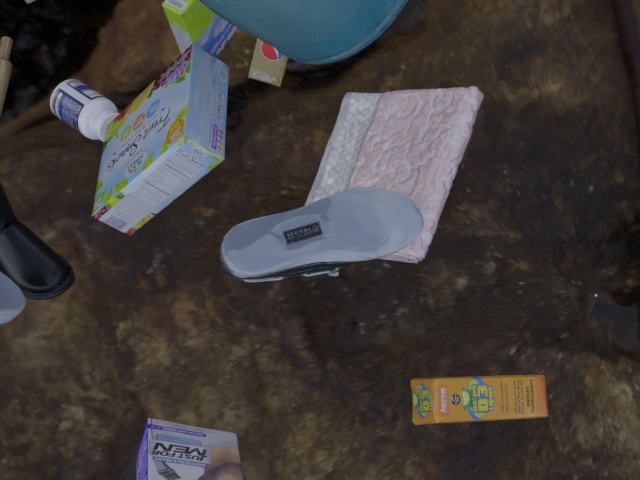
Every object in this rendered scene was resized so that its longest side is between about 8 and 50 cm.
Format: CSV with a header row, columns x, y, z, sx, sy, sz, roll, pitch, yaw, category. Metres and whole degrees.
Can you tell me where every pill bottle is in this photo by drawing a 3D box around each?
x,y,z,sx,sy,sz,roll,pitch,yaw,category
-0.494,-0.272,2.030,0.169,0.094,0.094,33,96,33,pill bottle

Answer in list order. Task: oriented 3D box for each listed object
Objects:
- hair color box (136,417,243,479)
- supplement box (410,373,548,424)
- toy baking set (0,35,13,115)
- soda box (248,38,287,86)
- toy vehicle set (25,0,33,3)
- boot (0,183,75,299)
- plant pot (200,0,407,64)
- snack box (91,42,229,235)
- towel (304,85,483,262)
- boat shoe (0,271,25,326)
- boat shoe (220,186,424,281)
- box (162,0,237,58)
x,y,z,sx,sy,sz,roll,pitch,yaw,category
-0.237,0.470,1.732,0.185,0.339,0.110,13,111,-16,hair color box
0.267,0.264,1.588,0.233,0.080,0.078,2,81,-27,supplement box
-0.513,-0.256,1.294,0.030,0.197,0.256,-11,61,46,toy baking set
-0.069,-0.353,1.578,0.058,0.061,0.181,17,122,-3,soda box
-0.429,-0.431,1.163,0.035,0.166,0.267,-33,63,-13,toy vehicle set
-0.525,-0.027,1.557,0.246,0.207,0.094,30,58,28,boot
-0.063,-0.359,1.037,0.272,0.255,0.271,-9,76,40,plant pot
-0.210,-0.131,1.255,0.207,0.070,0.174,-35,41,36,snack box
0.115,-0.129,1.726,0.317,0.053,0.331,8,72,45,towel
-0.343,0.066,0.833,0.076,0.228,0.080,-42,87,6,boat shoe
0.001,0.004,1.425,0.306,0.105,0.113,-17,77,-12,boat shoe
-0.179,-0.345,1.453,0.042,0.178,0.109,29,75,12,box
